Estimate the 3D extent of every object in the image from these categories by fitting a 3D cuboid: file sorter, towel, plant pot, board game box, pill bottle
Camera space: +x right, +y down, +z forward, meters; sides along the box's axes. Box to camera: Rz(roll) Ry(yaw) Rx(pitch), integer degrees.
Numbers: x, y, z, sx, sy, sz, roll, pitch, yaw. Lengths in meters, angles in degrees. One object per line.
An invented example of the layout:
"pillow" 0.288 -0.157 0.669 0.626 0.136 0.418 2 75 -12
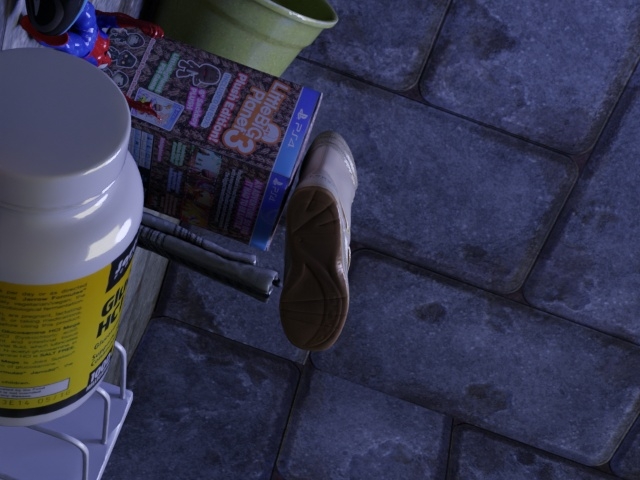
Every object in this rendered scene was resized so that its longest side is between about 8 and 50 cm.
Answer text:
"file sorter" -0.350 0.234 1.414 0.173 0.193 0.277 106 2 -57
"towel" -0.200 -0.004 1.704 0.312 0.324 0.056 119 -4 -83
"plant pot" -0.155 -0.296 1.859 0.254 0.276 0.276 -57 -174 21
"board game box" -0.170 -0.136 1.678 0.232 0.291 0.141 114 -5 -64
"pill bottle" -0.255 0.003 1.072 0.334 0.188 0.188 112 -3 -49

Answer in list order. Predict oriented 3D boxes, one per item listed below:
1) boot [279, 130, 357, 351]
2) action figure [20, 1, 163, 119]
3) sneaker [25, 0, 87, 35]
"boot" 0.000 0.000 1.714 0.203 0.095 0.262 -78 168 -59
"action figure" -0.221 -0.204 1.307 0.280 0.139 0.091 170 -59 -85
"sneaker" -0.240 -0.244 1.065 0.078 0.067 0.188 -49 171 -32
